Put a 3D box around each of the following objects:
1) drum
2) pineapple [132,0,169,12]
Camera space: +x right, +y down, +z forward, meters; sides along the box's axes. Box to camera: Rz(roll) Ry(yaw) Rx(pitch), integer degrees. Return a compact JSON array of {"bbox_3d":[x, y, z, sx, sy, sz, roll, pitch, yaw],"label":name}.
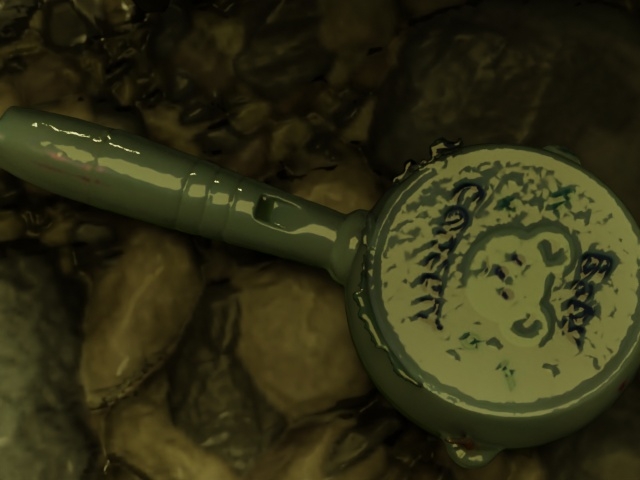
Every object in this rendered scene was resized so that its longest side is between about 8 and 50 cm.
[{"bbox_3d":[0.011,-0.017,0.695,0.253,0.049,0.130,33,72,7],"label":"drum"},{"bbox_3d":[-0.011,-0.195,0.690,0.357,0.223,0.223,-13,72,4],"label":"pineapple"}]
